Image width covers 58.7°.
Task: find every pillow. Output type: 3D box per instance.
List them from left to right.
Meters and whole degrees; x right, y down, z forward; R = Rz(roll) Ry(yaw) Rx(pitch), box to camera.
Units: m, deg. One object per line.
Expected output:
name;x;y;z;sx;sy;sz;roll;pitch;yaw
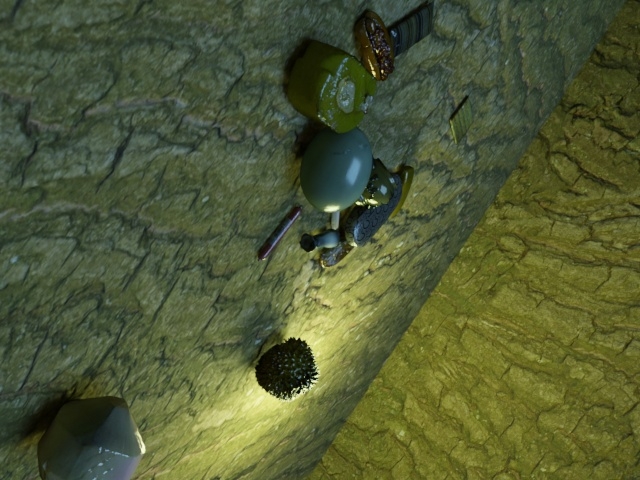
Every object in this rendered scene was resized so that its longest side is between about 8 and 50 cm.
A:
pillow;0.270;-0.623;1.698;0.203;0.038;0.113;-41;152;-24

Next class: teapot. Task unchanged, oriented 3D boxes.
teapot;0.146;-0.190;1.918;0.183;0.173;0.269;-32;144;6

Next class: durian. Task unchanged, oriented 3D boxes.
durian;-0.129;0.525;2.266;0.258;0.258;0.292;-33;159;-36

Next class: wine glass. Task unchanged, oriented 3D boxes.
wine glass;0.000;0.000;1.993;0.155;0.072;0.072;-12;133;-53

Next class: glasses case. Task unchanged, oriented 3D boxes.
glasses case;0.203;-0.118;2.124;0.354;0.085;0.137;-49;138;-33
glasses case;0.317;-0.197;2.290;0.079;0.064;0.234;-35;150;-48

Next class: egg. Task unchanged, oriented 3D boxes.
egg;0.044;-0.208;1.647;0.203;0.203;0.282;-27;149;-43

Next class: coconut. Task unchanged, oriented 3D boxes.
coconut;-0.579;0.513;1.452;0.259;0.259;0.259;-40;152;-27

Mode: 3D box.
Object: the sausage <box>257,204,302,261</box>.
sausage;-0.127;-0.023;1.793;0.223;0.029;0.029;-52;155;-2

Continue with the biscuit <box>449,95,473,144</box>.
biscuit;0.606;-0.513;2.440;0.139;0.016;0.231;-53;155;-1

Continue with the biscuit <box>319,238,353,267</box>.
biscuit;0.083;0.031;2.201;0.229;0.031;0.176;-40;160;-19

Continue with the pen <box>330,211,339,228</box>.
pen;0.053;-0.131;1.961;0.033;0.033;0.268;-39;151;-28

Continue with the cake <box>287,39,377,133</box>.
cake;0.027;-0.387;1.463;0.261;0.156;0.179;14;104;-61

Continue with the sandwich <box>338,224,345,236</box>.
sandwich;0.090;-0.036;2.143;0.031;0.043;0.083;-24;-175;-40

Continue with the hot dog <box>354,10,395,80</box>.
hot dog;0.163;-0.531;1.589;0.102;0.076;0.249;-53;154;-10
